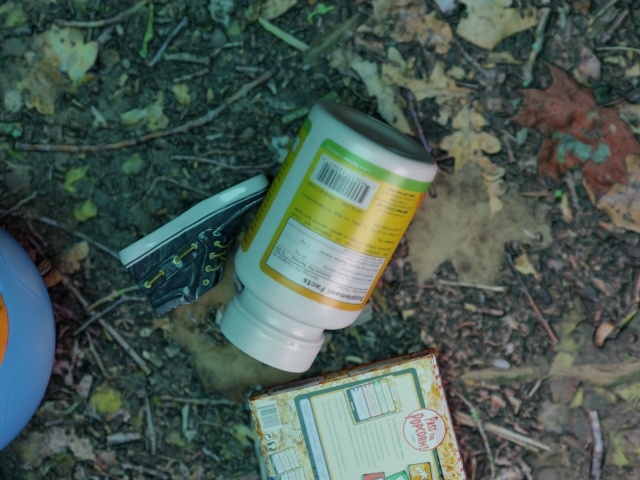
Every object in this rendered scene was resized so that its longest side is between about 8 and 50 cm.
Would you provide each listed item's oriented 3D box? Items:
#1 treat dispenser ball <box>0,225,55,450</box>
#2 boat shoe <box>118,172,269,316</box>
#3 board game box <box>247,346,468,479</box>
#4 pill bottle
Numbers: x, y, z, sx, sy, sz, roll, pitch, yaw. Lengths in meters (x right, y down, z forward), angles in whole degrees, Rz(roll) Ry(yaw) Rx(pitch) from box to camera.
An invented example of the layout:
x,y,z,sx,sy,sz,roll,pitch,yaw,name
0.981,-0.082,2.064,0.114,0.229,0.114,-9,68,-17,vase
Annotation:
x,y,z,sx,sy,sz,roll,pitch,yaw,name
-0.409,0.099,1.798,0.288,0.288,0.288,2,99,13,treat dispenser ball
-0.112,0.004,1.832,0.183,0.065,0.083,-30,92,23,boat shoe
0.039,0.202,1.818,0.193,0.045,0.146,-14,95,6,board game box
0.000,0.000,1.764,0.136,0.136,0.245,30,104,7,pill bottle
